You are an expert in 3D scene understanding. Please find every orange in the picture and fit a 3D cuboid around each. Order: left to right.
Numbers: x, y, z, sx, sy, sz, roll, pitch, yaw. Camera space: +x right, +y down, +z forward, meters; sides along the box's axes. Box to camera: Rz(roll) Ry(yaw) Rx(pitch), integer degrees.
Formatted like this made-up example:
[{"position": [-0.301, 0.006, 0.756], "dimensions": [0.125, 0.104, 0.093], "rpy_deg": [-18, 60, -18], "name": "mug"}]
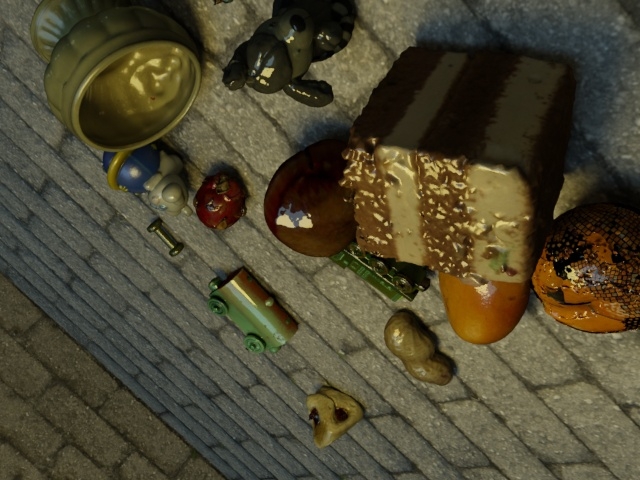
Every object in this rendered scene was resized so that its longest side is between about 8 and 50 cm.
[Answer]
[{"position": [0.445, 0.045, 0.976], "dimensions": [0.235, 0.182, 0.234], "rpy_deg": [23, 147, 15], "name": "orange"}]

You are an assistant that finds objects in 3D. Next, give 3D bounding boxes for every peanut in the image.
[{"position": [0.231, 0.266, 1.486], "dimensions": [0.104, 0.085, 0.227], "rpy_deg": [-25, 113, 31], "name": "peanut"}]

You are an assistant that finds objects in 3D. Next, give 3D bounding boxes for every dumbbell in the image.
[{"position": [-0.453, -0.007, 1.827], "dimensions": [0.118, 0.046, 0.052], "rpy_deg": [51, 147, -17], "name": "dumbbell"}]

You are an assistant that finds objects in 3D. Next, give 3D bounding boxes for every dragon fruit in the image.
[{"position": [-0.249, -0.082, 1.529], "dimensions": [0.126, 0.125, 0.246], "rpy_deg": [30, 162, -11], "name": "dragon fruit"}]

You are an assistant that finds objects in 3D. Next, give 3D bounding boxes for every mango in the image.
[{"position": [0.310, 0.109, 1.208], "dimensions": [0.187, 0.138, 0.256], "rpy_deg": [25, 137, 39], "name": "mango"}]

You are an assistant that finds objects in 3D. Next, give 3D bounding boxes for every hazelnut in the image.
[{"position": [0.000, -0.090, 1.216], "dimensions": [0.230, 0.229, 0.229], "rpy_deg": [24, 141, 21], "name": "hazelnut"}]

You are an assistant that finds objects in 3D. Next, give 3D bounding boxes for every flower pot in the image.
[{"position": [-0.407, -0.355, 1.228], "dimensions": [0.244, 0.308, 0.307], "rpy_deg": [52, 147, 17], "name": "flower pot"}]

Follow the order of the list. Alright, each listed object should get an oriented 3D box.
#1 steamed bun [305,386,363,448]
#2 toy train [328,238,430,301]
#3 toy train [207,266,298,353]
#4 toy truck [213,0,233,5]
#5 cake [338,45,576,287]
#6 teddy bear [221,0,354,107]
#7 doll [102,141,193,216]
[{"position": [0.026, 0.521, 1.896], "dimensions": [0.155, 0.172, 0.140], "rpy_deg": [51, 136, 15], "name": "steamed bun"}, {"position": [0.127, 0.048, 1.348], "dimensions": [0.226, 0.090, 0.137], "rpy_deg": [37, 151, 3], "name": "toy train"}, {"position": [-0.190, 0.199, 1.777], "dimensions": [0.285, 0.116, 0.177], "rpy_deg": [49, 131, -11], "name": "toy train"}, {"position": [-0.125, -0.474, 1.017], "dimensions": [0.178, 0.080, 0.115], "rpy_deg": [-15, 108, 50], "name": "toy truck"}, {"position": [0.212, -0.116, 0.945], "dimensions": [0.291, 0.282, 0.255], "rpy_deg": [14, 144, 25], "name": "cake"}, {"position": [-0.028, -0.310, 0.992], "dimensions": [0.171, 0.250, 0.144], "rpy_deg": [32, 147, -14], "name": "teddy bear"}, {"position": [-0.413, -0.161, 1.570], "dimensions": [0.243, 0.159, 0.311], "rpy_deg": [22, 166, 3], "name": "doll"}]
